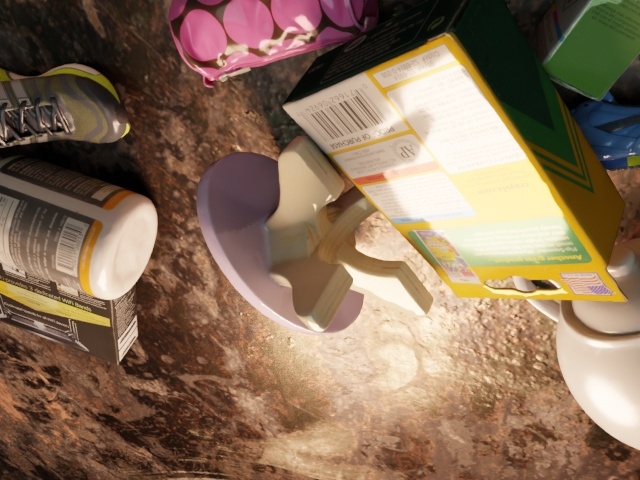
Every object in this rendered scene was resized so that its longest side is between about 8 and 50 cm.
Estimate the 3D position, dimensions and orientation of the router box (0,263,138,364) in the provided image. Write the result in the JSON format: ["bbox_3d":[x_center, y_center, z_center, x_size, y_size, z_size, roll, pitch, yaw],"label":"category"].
[{"bbox_3d":[-0.484,0.074,0.972,0.309,0.081,0.243,19,133,4],"label":"router box"}]

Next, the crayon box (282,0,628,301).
[{"bbox_3d":[0.143,-0.065,0.536,0.323,0.083,0.203,45,151,-27],"label":"crayon box"}]

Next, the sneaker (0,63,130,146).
[{"bbox_3d":[-0.389,-0.159,0.715,0.300,0.121,0.111,4,130,16],"label":"sneaker"}]

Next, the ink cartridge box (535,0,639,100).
[{"bbox_3d":[0.258,-0.228,0.430,0.062,0.109,0.209,26,133,-3],"label":"ink cartridge box"}]

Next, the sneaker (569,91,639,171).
[{"bbox_3d":[0.265,-0.106,0.572,0.209,0.069,0.082,-7,94,35],"label":"sneaker"}]

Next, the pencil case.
[{"bbox_3d":[-0.044,-0.226,0.556,0.209,0.095,0.098,-7,95,26],"label":"pencil case"}]

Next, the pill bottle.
[{"bbox_3d":[-0.398,-0.030,0.801,0.278,0.162,0.162,19,132,5],"label":"pill bottle"}]

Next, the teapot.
[{"bbox_3d":[0.349,0.081,0.580,0.256,0.252,0.187,-34,108,29],"label":"teapot"}]

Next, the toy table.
[{"bbox_3d":[0.000,0.000,0.644,0.274,0.252,0.161,38,148,-29],"label":"toy table"}]
